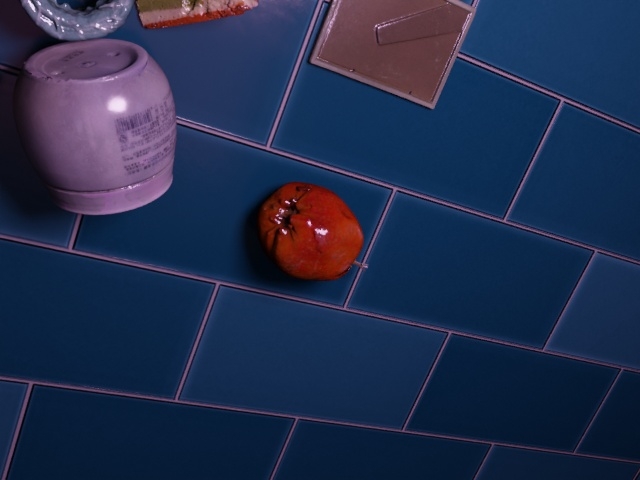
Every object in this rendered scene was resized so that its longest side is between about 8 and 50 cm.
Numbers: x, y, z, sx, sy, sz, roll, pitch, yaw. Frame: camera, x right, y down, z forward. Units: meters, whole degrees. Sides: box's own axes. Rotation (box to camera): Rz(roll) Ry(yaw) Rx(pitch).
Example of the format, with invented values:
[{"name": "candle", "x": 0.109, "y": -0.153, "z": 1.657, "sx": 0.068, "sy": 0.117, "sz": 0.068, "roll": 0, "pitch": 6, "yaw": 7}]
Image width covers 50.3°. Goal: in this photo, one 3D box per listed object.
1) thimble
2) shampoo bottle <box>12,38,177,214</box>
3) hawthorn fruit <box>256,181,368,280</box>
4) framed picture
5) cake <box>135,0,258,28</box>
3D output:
[{"name": "thimble", "x": -0.413, "y": -0.464, "z": 1.178, "sx": 0.198, "sy": 0.143, "sz": 0.235, "roll": 35, "pitch": 99, "yaw": -30}, {"name": "shampoo bottle", "x": -0.397, "y": -0.203, "z": 1.229, "sx": 0.273, "sy": 0.273, "sz": 0.266, "roll": -9, "pitch": 125, "yaw": -15}, {"name": "hawthorn fruit", "x": 0.000, "y": 0.000, "z": 1.508, "sx": 0.299, "sy": 0.211, "sz": 0.211, "roll": 31, "pitch": 101, "yaw": -38}, {"name": "framed picture", "x": 0.158, "y": -0.441, "z": 1.459, "sx": 0.324, "sy": 0.020, "sz": 0.240, "roll": 13, "pitch": 108, "yaw": -24}, {"name": "cake", "x": -0.228, "y": -0.468, "z": 1.301, "sx": 0.221, "sy": 0.116, "sz": 0.086, "roll": -3, "pitch": 116, "yaw": 18}]
